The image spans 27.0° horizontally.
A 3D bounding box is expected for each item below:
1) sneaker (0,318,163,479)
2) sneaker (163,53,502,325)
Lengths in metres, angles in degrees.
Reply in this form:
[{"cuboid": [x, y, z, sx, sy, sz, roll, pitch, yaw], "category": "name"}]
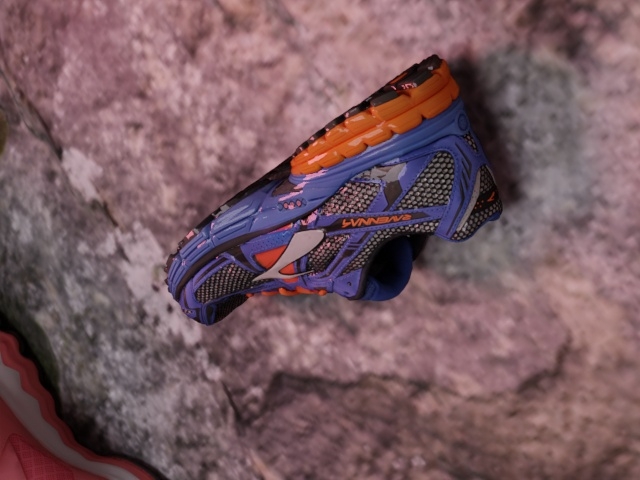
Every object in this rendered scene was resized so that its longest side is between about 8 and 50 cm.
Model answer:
[{"cuboid": [-0.203, 0.178, 0.862, 0.314, 0.136, 0.116, 41, 131, 21], "category": "sneaker"}, {"cuboid": [0.000, 0.000, 0.653, 0.087, 0.083, 0.221, 54, 137, -2], "category": "sneaker"}]
